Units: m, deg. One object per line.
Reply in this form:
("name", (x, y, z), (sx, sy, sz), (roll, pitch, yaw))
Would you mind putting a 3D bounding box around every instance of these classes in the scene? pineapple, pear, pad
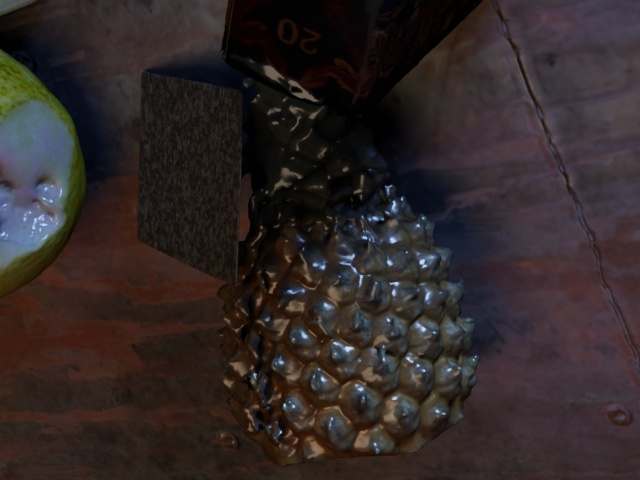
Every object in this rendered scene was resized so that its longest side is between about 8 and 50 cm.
("pineapple", (0.001, -0.001, 1.227), (0.223, 0.223, 0.357), (-3, 110, 34))
("pear", (-0.354, -0.054, 1.369), (0.271, 0.271, 0.271), (17, 129, 22))
("pad", (-0.114, -0.059, 1.254), (0.235, 0.003, 0.158), (20, 109, 62))

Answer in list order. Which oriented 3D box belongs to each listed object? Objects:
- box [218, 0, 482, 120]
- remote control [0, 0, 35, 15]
("box", (0.074, -0.305, 0.904), (0.116, 0.264, 0.415), (25, 130, 15))
("remote control", (-0.325, -0.238, 1.359), (0.221, 0.042, 0.078), (-12, 113, 37))
